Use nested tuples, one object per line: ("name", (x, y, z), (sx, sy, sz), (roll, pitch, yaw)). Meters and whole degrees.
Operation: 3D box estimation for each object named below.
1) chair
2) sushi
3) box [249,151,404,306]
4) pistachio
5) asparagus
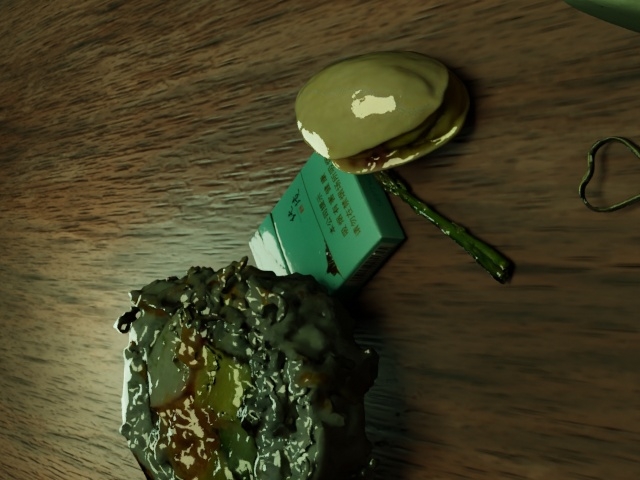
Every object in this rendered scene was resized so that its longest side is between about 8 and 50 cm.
("chair", (0.253, -0.173, 0.807), (0.159, 0.170, 0.326), (26, 103, 51))
("sushi", (-0.083, 0.210, 1.226), (0.417, 0.175, 0.418), (13, 106, 50))
("box", (-0.001, 0.000, 1.256), (0.229, 0.041, 0.162), (-51, 49, 41))
("pistachio", (0.059, -0.144, 1.113), (0.200, 0.117, 0.145), (-10, 54, 47))
("asparagus", (0.120, -0.022, 1.102), (0.233, 0.022, 0.023), (42, 166, 46))
